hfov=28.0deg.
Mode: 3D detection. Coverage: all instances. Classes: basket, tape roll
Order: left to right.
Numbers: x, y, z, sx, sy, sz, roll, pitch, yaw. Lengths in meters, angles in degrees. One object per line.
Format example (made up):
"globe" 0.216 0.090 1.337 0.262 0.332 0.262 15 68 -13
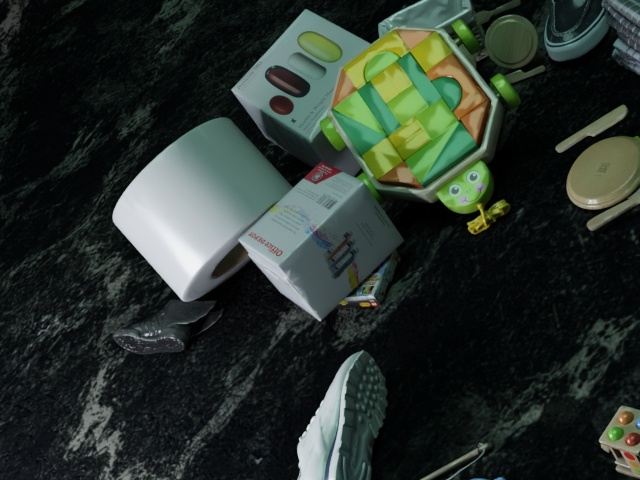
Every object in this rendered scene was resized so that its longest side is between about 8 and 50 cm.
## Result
"tape roll" -0.173 -0.046 1.978 0.246 0.169 0.246 -40 -9 -8
"basket" 0.196 -0.342 2.181 0.167 0.103 0.113 -26 35 16

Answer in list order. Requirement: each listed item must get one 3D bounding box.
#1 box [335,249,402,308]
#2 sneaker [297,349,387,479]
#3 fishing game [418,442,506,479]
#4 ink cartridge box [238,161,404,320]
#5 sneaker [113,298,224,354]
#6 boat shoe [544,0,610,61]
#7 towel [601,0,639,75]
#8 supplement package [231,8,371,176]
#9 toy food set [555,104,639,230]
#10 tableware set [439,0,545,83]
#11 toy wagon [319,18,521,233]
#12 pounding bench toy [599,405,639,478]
"box" 0.044 0.057 1.893 0.137 0.027 0.094 -4 46 38
"sneaker" 0.019 0.240 1.647 0.095 0.090 0.235 -21 34 36
"fishing game" 0.155 0.343 1.440 0.189 0.041 0.264 -33 26 3
"ink cartridge box" 0.000 0.000 1.859 0.176 0.127 0.128 -43 34 -11
"sneaker" -0.242 0.132 2.034 0.170 0.051 0.089 -2 46 33
"boat shoe" 0.417 -0.413 2.075 0.108 0.102 0.301 -5 44 37
"towel" 0.560 -0.323 1.827 0.235 0.121 0.283 -36 34 -2
"supplement package" 0.007 -0.235 2.112 0.203 0.149 0.194 34 79 36
"toy food set" 0.401 -0.091 1.764 0.132 0.038 0.192 -31 39 20
"tableware set" 0.262 -0.302 2.081 0.194 0.128 0.039 -19 7 23
"toy wagon" 0.161 -0.162 1.890 0.267 0.068 0.344 -36 60 9
"pounding bench toy" 0.335 0.218 1.411 0.083 0.065 0.052 12 56 48
